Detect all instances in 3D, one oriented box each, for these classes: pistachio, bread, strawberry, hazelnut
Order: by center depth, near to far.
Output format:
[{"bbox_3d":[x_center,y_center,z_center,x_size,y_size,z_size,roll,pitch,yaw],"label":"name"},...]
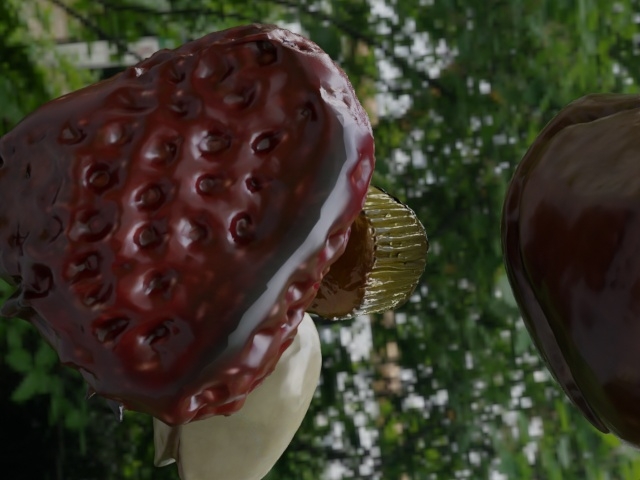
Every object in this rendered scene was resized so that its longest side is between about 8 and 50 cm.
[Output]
[{"bbox_3d":[-0.102,-0.034,1.124,0.295,0.345,0.317,26,29,-59],"label":"strawberry"},{"bbox_3d":[0.336,0.026,1.267,0.372,0.315,0.372,-173,-90,-79],"label":"hazelnut"},{"bbox_3d":[0.000,0.000,1.294,0.190,0.114,0.132,26,-68,37],"label":"bread"},{"bbox_3d":[-0.105,0.164,1.474,0.187,0.187,0.299,-102,-154,-60],"label":"pistachio"}]
